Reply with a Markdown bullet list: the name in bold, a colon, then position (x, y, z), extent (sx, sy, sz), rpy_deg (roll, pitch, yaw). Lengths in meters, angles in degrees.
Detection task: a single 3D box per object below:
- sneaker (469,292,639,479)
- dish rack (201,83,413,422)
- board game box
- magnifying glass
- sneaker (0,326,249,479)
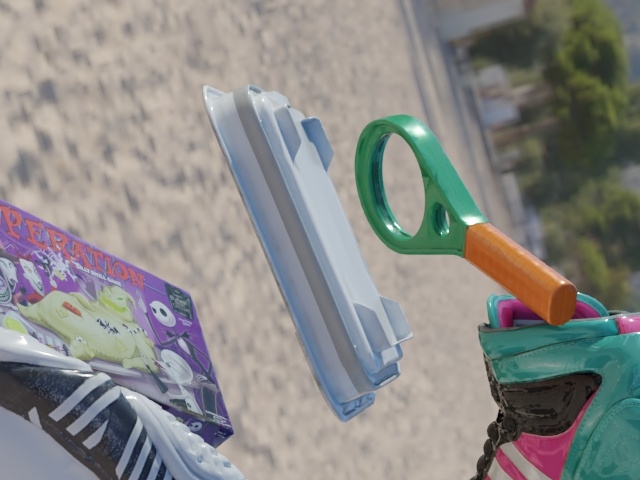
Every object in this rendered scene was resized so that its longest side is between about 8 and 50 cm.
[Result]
- **sneaker**: position (0.141, 0.124, 1.123), extent (0.295, 0.124, 0.178), rpy_deg (-38, -119, 49)
- **dish rack**: position (0.000, 0.000, 1.657), extent (0.285, 0.072, 0.333), rpy_deg (1, 66, -80)
- **board game box**: position (-0.242, 0.080, 1.767), extent (0.347, 0.056, 0.208), rpy_deg (29, 25, -43)
- **magnifying glass**: position (0.088, -0.010, 1.113), extent (0.231, 0.026, 0.092), rpy_deg (43, -44, 51)
- **sneaker**: position (-0.086, 0.188, 0.663), extent (0.210, 0.366, 0.137), rpy_deg (-60, -172, -28)
